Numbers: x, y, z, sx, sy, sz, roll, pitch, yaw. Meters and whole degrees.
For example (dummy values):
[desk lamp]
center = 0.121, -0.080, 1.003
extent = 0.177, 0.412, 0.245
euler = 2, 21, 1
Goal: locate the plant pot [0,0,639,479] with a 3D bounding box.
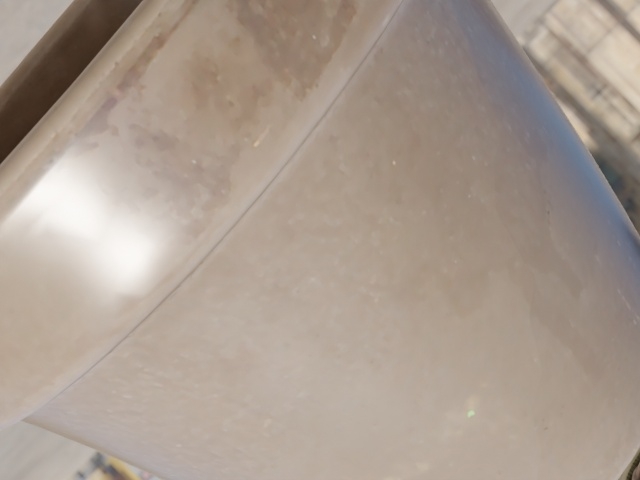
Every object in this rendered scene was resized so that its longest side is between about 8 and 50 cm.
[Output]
[plant pot]
center = 0.000, 0.000, 0.505
extent = 0.263, 0.229, 0.263
euler = -45, -164, 17

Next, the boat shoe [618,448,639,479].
[boat shoe]
center = 0.271, 0.046, 0.732
extent = 0.307, 0.110, 0.104
euler = -56, 172, -10
